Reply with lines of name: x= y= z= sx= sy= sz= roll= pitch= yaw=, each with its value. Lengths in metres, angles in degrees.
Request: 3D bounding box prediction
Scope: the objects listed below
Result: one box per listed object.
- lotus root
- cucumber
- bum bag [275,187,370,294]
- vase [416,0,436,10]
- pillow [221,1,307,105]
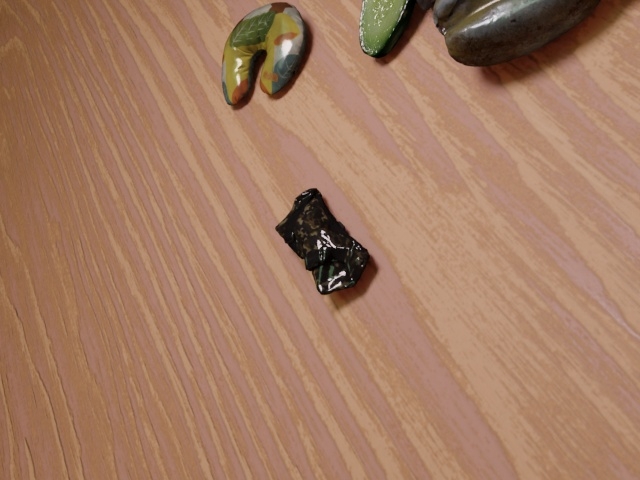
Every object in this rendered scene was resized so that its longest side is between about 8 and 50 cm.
lotus root: x=0.330 y=-0.376 z=1.377 sx=0.322 sy=0.140 sz=0.158 roll=-19 pitch=78 yaw=26
cucumber: x=0.137 y=-0.451 z=1.655 sx=0.115 sy=0.063 sz=0.243 roll=23 pitch=95 yaw=40
bum bag: x=-0.001 y=0.001 z=1.528 sx=0.102 sy=0.069 sz=0.248 roll=-50 pitch=39 yaw=12
vase: x=0.234 y=-0.440 z=1.542 sx=0.183 sy=0.120 sz=0.120 roll=-5 pitch=62 yaw=62
pillow: x=-0.119 y=-0.395 z=1.889 sx=0.233 sy=0.086 sz=0.214 roll=-2 pitch=76 yaw=41
